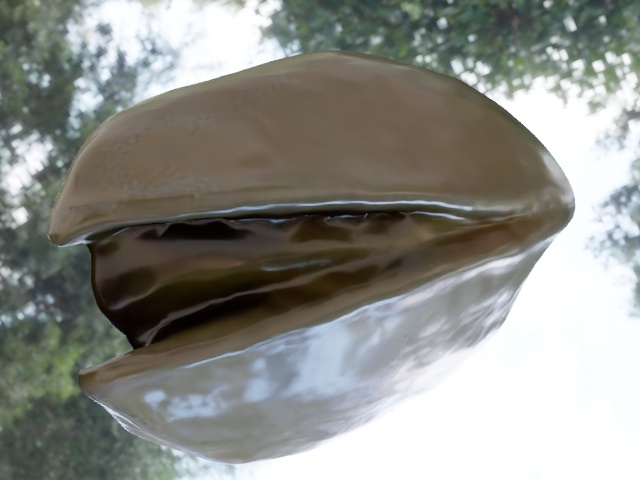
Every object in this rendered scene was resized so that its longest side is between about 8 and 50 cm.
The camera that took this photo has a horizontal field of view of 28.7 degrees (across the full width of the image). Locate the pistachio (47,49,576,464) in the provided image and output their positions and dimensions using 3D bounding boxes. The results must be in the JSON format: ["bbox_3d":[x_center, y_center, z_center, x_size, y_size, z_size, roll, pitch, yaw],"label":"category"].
[{"bbox_3d":[0.000,0.000,0.452,0.153,0.138,0.237,-16,-178,42],"label":"pistachio"}]
